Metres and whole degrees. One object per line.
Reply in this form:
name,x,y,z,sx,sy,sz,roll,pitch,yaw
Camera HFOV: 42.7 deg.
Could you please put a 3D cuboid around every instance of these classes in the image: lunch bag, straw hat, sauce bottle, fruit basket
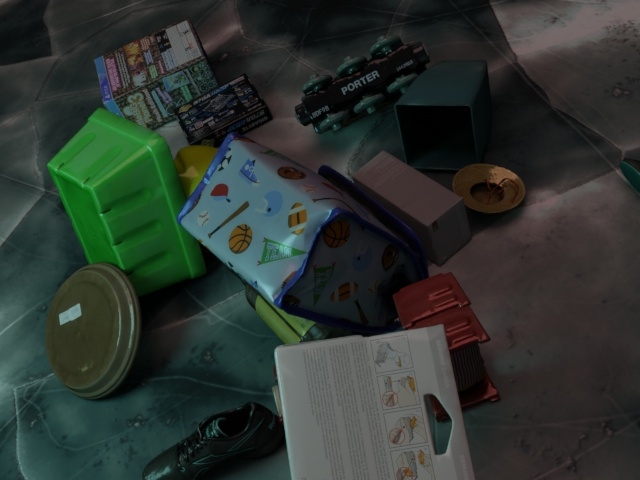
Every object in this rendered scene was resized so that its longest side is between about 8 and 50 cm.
lunch bag,0.000,0.000,1.489,0.328,0.385,0.238,39,98,40
straw hat,0.334,-0.086,1.648,0.145,0.061,0.144,0,51,0
sauce bottle,-0.072,0.116,1.593,0.111,0.111,0.344,-36,48,-12
fruit basket,-0.326,-0.103,1.725,0.283,0.392,0.392,26,63,37

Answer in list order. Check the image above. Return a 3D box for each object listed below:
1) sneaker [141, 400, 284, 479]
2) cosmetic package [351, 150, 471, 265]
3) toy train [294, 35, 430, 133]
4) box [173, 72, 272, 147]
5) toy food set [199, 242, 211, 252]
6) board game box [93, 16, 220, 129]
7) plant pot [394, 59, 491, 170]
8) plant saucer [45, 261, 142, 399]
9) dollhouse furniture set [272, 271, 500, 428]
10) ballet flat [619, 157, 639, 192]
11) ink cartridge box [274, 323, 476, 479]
sneaker,-0.200,0.355,1.434,0.268,0.106,0.101,-27,47,1
cosmetic package,0.182,-0.068,1.648,0.107,0.127,0.238,-41,50,-17
toy train,0.103,-0.350,1.888,0.334,0.190,0.142,-27,84,12
box,-0.253,-0.325,2.102,0.220,0.051,0.175,-28,46,-4
toy food set,-0.237,-0.006,1.830,0.083,0.020,0.082,6,53,26
board game box,-0.439,-0.439,2.215,0.291,0.141,0.232,-24,45,0
plant pot,0.287,-0.289,1.786,0.166,0.165,0.234,5,43,25
plant saucer,-0.465,0.179,1.640,0.278,0.041,0.277,-7,78,36
dollhouse furniture set,0.093,0.225,1.367,0.374,0.201,0.152,-22,48,3
ballet flat,0.644,-0.092,1.525,0.074,0.074,0.203,-26,52,-2
ink cartridge box,0.079,0.288,1.209,0.261,0.066,0.296,-7,71,-5
